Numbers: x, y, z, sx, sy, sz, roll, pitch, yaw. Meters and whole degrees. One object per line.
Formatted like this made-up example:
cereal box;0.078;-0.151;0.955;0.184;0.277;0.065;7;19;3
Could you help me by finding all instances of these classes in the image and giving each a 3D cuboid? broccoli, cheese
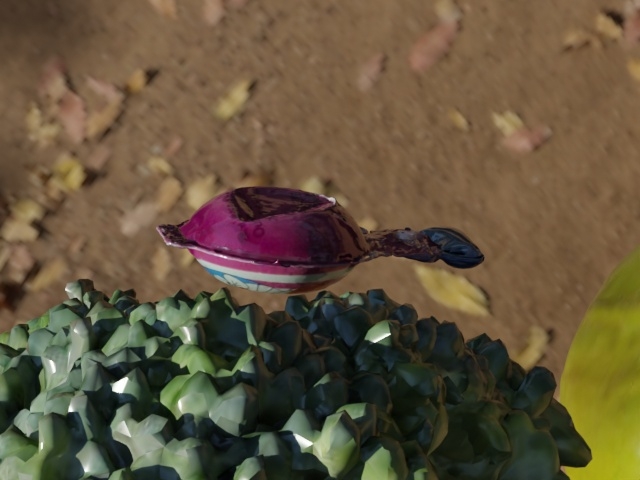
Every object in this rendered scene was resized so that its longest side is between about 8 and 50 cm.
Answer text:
broccoli;-0.041;0.154;0.725;0.338;0.277;0.318;13;106;55
cheese;0.000;0.000;0.882;0.095;0.145;0.038;-132;46;-68

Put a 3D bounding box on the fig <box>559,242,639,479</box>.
fig;0.325;0.116;1.238;0.343;0.343;0.343;-9;67;21
